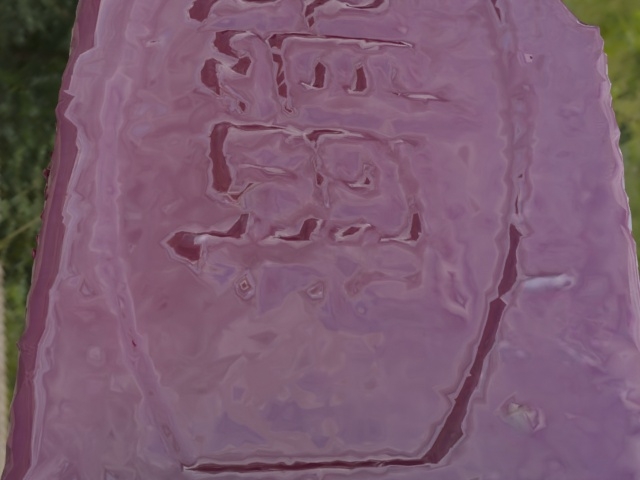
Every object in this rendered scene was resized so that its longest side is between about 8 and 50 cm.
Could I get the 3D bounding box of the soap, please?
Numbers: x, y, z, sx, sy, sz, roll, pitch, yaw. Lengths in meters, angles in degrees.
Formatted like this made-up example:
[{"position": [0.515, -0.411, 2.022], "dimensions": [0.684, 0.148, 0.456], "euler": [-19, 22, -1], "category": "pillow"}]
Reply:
[{"position": [0.000, 0.000, 0.416], "dimensions": [0.099, 0.162, 0.250], "euler": [82, 5, -51], "category": "soap"}]
